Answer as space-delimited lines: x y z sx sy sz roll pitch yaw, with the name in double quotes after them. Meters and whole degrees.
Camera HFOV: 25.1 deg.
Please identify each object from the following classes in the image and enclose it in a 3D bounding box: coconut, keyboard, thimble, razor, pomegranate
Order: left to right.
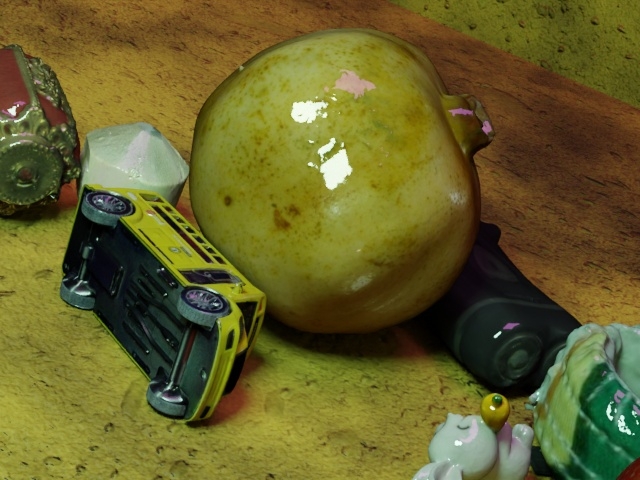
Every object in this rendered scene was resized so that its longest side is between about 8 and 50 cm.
-0.252 -0.085 1.924 0.147 0.153 0.147 17 28 -9 "coconut"
0.031 -0.089 1.826 0.416 0.417 0.417 17 25 -8 "pomegranate"
0.224 0.078 1.997 0.204 0.113 0.349 8 28 -30 "razor"
0.324 0.279 1.788 0.155 0.010 0.053 10 28 -22 "keyboard"
0.393 0.233 1.730 0.288 0.167 0.254 39 32 26 "thimble"

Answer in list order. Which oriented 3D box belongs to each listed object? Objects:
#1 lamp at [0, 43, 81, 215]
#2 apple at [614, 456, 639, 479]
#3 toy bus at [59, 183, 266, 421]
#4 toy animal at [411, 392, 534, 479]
-0.415 -0.152 1.915 0.177 0.177 0.274 7 30 -26 "lamp"
0.432 0.328 1.398 0.348 0.348 0.277 22 20 4 "apple"
-0.176 0.064 1.690 0.151 0.145 0.331 -1 32 -41 "toy bus"
0.170 0.247 1.606 0.181 0.131 0.127 13 58 -48 "toy animal"
